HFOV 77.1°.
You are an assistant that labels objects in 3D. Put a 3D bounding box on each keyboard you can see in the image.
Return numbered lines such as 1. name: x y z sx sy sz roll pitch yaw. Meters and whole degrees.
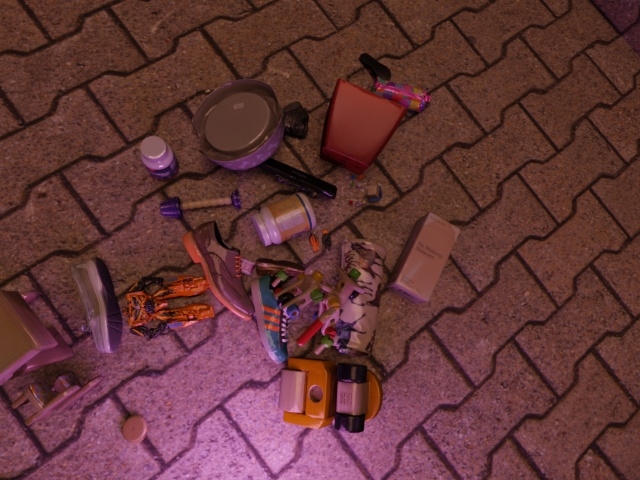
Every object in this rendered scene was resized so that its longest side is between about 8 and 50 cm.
1. keyboard: -0.089 -0.223 1.476 0.318 0.201 0.033 22 114 -3

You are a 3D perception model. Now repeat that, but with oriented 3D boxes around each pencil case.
1. pencil case: 0.327 -0.603 1.659 0.237 0.104 0.104 10 76 -5
2. pencil case: 0.121 0.195 1.417 0.184 0.160 0.409 16 75 -21

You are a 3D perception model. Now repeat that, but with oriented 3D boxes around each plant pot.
1. plant pot: 0.127 -0.402 1.512 0.268 0.267 0.235 23 87 -5

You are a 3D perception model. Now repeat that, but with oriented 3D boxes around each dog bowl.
1. dog bowl: -0.288 -0.411 1.449 0.349 0.102 0.348 -5 68 12

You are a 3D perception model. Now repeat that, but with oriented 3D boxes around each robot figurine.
1. robot figurine: -0.511 0.210 1.341 0.291 0.085 0.210 -9 79 -12

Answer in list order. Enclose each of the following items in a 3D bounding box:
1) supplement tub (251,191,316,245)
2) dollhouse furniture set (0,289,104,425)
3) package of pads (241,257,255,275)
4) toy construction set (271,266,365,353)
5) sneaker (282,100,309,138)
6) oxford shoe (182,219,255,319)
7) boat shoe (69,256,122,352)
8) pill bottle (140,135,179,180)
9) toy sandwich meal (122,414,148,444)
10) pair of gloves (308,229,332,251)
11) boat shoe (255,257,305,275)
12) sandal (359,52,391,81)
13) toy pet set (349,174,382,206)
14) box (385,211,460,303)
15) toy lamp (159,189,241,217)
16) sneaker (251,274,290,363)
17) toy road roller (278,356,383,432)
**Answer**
1. supplement tub: -0.131 -0.074 1.440 0.200 0.144 0.144 -25 83 -14
2. dollhouse furniture set: -0.801 0.284 1.108 0.257 0.394 0.362 -39 86 -6
3. package of pads: -0.279 0.089 1.436 0.083 0.032 0.050 23 78 -4
4. toy construction set: 0.018 0.173 1.220 0.257 0.309 0.237 42 97 -15
5. sneaker: -0.134 -0.434 1.549 0.228 0.087 0.130 -36 79 -21
6. oxford shoe: -0.313 0.100 1.354 0.133 0.130 0.363 -34 93 3
7. boat shoe: -0.724 0.213 1.292 0.103 0.118 0.320 -19 78 -7
8. pill bottle: -0.561 -0.285 1.392 0.108 0.180 0.107 2 77 -9
9. toy sandwich meal: -0.585 0.598 1.273 0.086 0.029 0.085 0 72 0
10. pair of gloves: 0.000 0.000 1.516 0.084 0.010 0.074 -14 79 -15
11. boat shoe: -0.145 0.107 1.446 0.178 0.064 0.060 9 107 -7
12. sandal: 0.234 -0.730 1.709 0.067 0.040 0.179 -34 71 -21
13. toy pet set: 0.180 -0.191 1.577 0.114 0.065 0.122 -2 72 25
14. box: 0.385 0.066 1.511 0.148 0.121 0.310 28 75 -2
15. toy lamp: -0.428 -0.132 1.435 0.275 0.080 0.080 -11 80 -12
16. sneaker: -0.145 0.261 1.368 0.121 0.108 0.301 -18 79 9
17. toy road roller: 0.046 0.505 1.343 0.330 0.241 0.202 -3 75 28
